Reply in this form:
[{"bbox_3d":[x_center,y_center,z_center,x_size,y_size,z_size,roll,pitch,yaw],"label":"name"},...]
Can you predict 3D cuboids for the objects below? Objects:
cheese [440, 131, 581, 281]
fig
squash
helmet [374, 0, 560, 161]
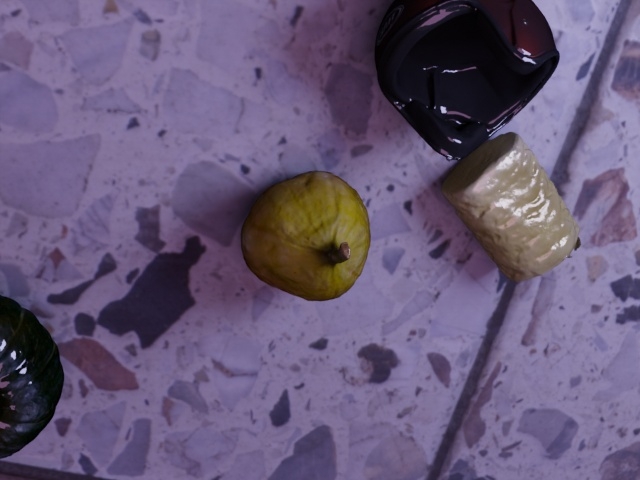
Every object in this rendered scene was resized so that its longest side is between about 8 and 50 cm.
[{"bbox_3d":[0.241,-0.039,1.684,0.123,0.094,0.167,-36,114,4],"label":"cheese"},{"bbox_3d":[0.000,0.000,1.558,0.159,0.257,0.159,-1,95,-12],"label":"fig"},{"bbox_3d":[-0.408,0.158,1.558,0.218,0.172,0.218,6,134,7],"label":"squash"},{"bbox_3d":[0.166,-0.213,1.542,0.216,0.193,0.189,14,136,-26],"label":"helmet"}]
